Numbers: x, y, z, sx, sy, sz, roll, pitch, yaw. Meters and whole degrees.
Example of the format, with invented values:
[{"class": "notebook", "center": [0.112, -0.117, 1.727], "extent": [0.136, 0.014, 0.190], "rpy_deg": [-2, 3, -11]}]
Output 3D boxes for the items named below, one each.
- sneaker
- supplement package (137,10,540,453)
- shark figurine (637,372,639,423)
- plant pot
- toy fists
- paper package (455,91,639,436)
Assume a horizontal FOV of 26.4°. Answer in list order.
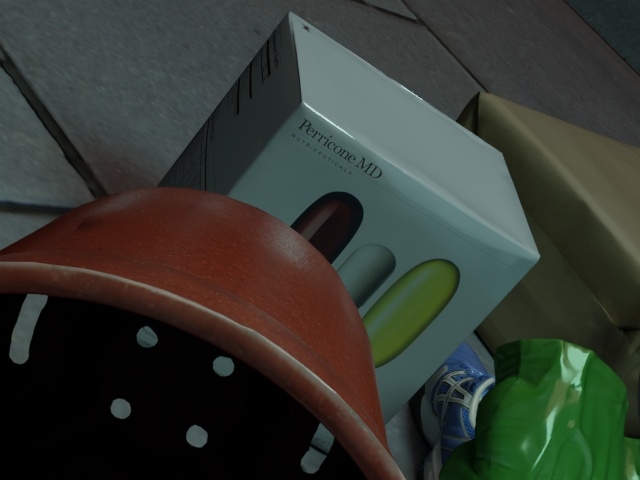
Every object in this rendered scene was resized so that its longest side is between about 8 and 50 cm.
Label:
[{"class": "sneaker", "center": [0.120, 0.133, 1.017], "extent": [0.080, 0.081, 0.211], "rpy_deg": [31, 22, -16]}, {"class": "supplement package", "center": [0.000, 0.000, 0.916], "extent": [0.194, 0.203, 0.149], "rpy_deg": [31, 24, -20]}, {"class": "shark figurine", "center": [0.325, 0.186, 1.097], "extent": [0.278, 0.166, 0.116], "rpy_deg": [48, 33, 9]}, {"class": "plant pot", "center": [-0.080, 0.104, 0.557], "extent": [0.272, 0.272, 0.265], "rpy_deg": [38, 14, -6]}, {"class": "toy fists", "center": [0.158, 0.181, 0.876], "extent": [0.279, 0.096, 0.142], "rpy_deg": [50, 46, -49]}, {"class": "paper package", "center": [0.275, 0.031, 1.340], "extent": [0.325, 0.168, 0.309], "rpy_deg": [11, 37, -49]}]
